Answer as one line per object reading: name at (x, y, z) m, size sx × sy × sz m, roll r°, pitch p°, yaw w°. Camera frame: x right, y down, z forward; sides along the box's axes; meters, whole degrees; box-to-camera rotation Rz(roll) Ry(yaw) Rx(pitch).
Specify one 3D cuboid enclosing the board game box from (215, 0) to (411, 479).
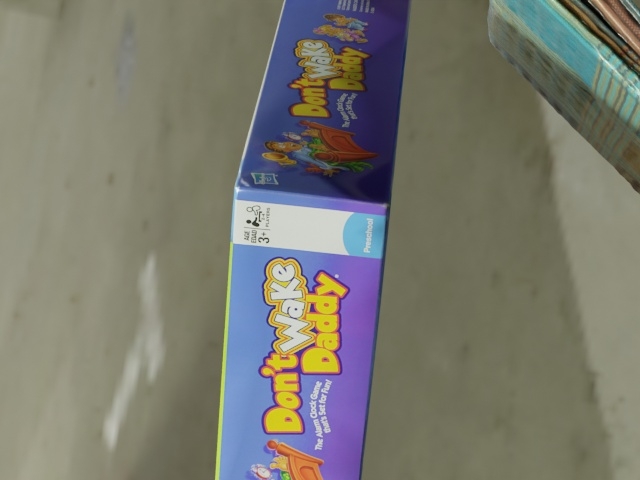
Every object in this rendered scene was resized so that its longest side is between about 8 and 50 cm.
board game box at (0.000, 0.000, 1.125) m, size 0.347 × 0.078 × 0.233 m, roll -81°, pitch -3°, yaw -62°

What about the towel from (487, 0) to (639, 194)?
towel at (0.200, -0.070, 1.155) m, size 0.040 × 0.271 × 0.370 m, roll -43°, pitch -5°, yaw 2°
